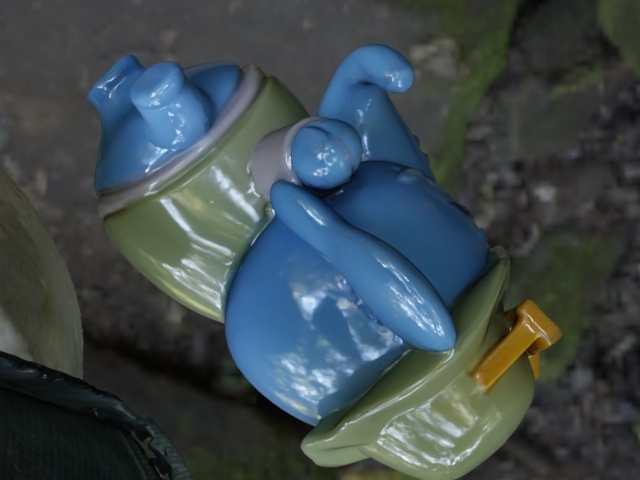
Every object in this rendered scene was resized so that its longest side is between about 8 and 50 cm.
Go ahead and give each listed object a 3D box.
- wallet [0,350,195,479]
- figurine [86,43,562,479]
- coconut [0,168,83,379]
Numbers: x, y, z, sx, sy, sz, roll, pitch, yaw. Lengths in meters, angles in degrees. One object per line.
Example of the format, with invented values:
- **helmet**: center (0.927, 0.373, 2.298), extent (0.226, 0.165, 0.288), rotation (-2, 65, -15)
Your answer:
- **wallet**: center (-0.101, 0.138, 0.578), extent (0.075, 0.237, 0.342), rotation (-25, 161, 13)
- **figurine**: center (-0.003, 0.003, 0.912), extent (0.262, 0.154, 0.180), rotation (47, 138, -4)
- **coconut**: center (-0.244, 0.067, 0.858), extent (0.329, 0.329, 0.329), rotation (1, 145, 1)
